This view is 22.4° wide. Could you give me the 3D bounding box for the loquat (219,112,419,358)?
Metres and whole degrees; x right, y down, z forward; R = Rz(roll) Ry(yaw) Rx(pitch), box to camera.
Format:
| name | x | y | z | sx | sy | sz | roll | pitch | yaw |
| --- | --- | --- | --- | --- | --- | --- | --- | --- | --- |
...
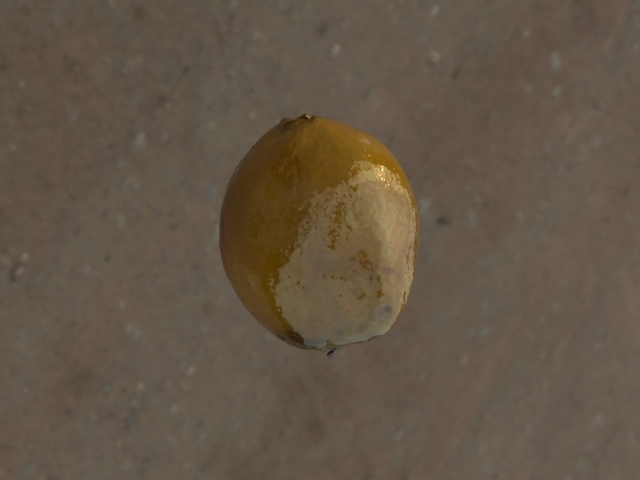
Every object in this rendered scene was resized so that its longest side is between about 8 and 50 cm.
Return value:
| name | x | y | z | sx | sy | sz | roll | pitch | yaw |
| --- | --- | --- | --- | --- | --- | --- | --- | --- | --- |
| loquat | 0.000 | 0.000 | 1.477 | 0.176 | 0.187 | 0.234 | -16 | 110 | -30 |
